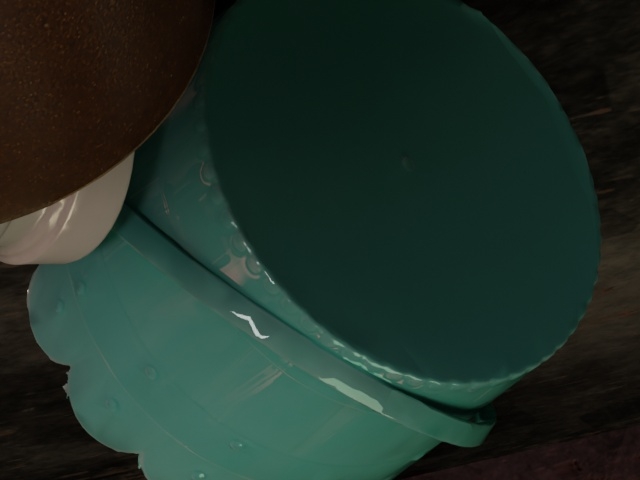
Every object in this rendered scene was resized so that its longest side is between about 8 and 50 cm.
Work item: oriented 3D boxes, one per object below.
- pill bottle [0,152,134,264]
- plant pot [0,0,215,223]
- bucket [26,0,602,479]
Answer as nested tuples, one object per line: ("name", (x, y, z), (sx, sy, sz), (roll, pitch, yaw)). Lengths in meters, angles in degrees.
("pill bottle", (-0.224, -0.055, 0.855), (0.264, 0.153, 0.153), (4, 156, -41))
("plant pot", (-0.138, -0.150, 0.581), (0.215, 0.215, 0.230), (-9, 150, -9))
("bucket", (0.000, 0.000, 1.014), (0.281, 0.281, 0.183), (0, 155, -33))
